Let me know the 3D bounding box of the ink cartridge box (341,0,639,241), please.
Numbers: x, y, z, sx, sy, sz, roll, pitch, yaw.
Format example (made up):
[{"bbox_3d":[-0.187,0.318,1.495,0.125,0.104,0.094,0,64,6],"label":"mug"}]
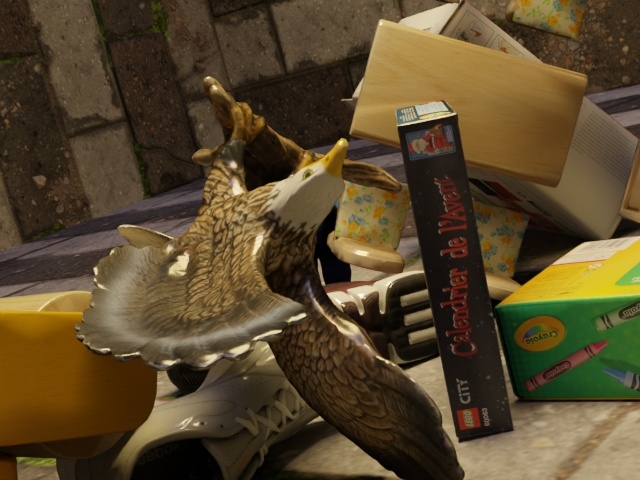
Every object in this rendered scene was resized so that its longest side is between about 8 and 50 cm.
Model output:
[{"bbox_3d":[0.208,-0.142,1.351,0.130,0.309,0.272,-57,16,-5],"label":"ink cartridge box"}]

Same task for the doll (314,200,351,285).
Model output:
[{"bbox_3d":[0.000,0.000,1.233,0.129,0.189,0.046,-15,40,-5],"label":"doll"}]

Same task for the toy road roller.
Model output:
[{"bbox_3d":[-0.271,0.158,0.689,0.202,0.240,0.329,-6,-4,37],"label":"toy road roller"}]

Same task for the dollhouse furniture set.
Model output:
[{"bbox_3d":[0.237,-0.112,1.069,0.394,0.362,0.256,14,5,-7],"label":"dollhouse furniture set"}]

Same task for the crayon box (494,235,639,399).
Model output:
[{"bbox_3d":[0.292,0.049,0.803,0.278,0.081,0.165,-7,13,40],"label":"crayon box"}]

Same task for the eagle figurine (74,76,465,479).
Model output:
[{"bbox_3d":[-0.036,0.027,0.731,0.226,0.225,0.298,-4,50,-1],"label":"eagle figurine"}]

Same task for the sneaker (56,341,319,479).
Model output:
[{"bbox_3d":[-0.060,0.142,0.824,0.262,0.099,0.121,-27,21,-21],"label":"sneaker"}]

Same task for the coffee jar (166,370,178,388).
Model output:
[{"bbox_3d":[-0.076,0.084,1.129,0.184,0.096,0.079,-22,14,-40],"label":"coffee jar"}]

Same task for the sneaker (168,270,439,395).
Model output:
[{"bbox_3d":[-0.024,0.095,1.028,0.281,0.106,0.162,-8,0,-25],"label":"sneaker"}]

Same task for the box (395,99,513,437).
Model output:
[{"bbox_3d":[0.100,0.014,0.841,0.044,0.233,0.159,-11,10,5],"label":"box"}]
